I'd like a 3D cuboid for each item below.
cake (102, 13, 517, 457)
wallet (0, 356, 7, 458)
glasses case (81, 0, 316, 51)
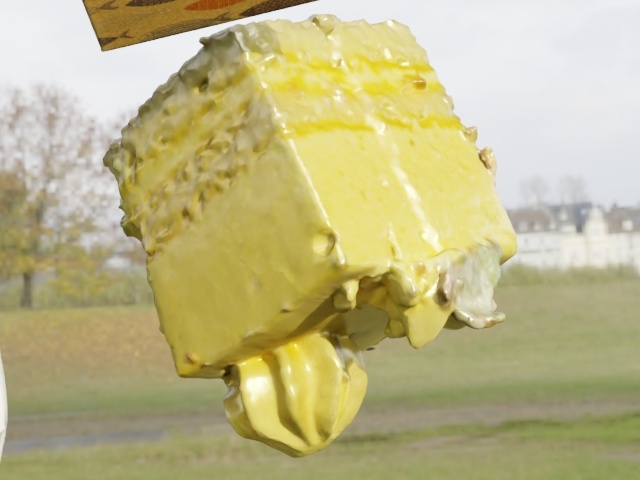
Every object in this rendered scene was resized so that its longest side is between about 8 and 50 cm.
[{"bbox_3d":[0.000,0.000,0.978,0.222,0.286,0.227,-10,-22,-47],"label":"cake"},{"bbox_3d":[-0.140,0.023,0.452,0.033,0.190,0.095,5,-45,-25],"label":"wallet"},{"bbox_3d":[-0.068,-0.172,0.802,0.170,0.041,0.065,-14,-33,-1],"label":"glasses case"}]
